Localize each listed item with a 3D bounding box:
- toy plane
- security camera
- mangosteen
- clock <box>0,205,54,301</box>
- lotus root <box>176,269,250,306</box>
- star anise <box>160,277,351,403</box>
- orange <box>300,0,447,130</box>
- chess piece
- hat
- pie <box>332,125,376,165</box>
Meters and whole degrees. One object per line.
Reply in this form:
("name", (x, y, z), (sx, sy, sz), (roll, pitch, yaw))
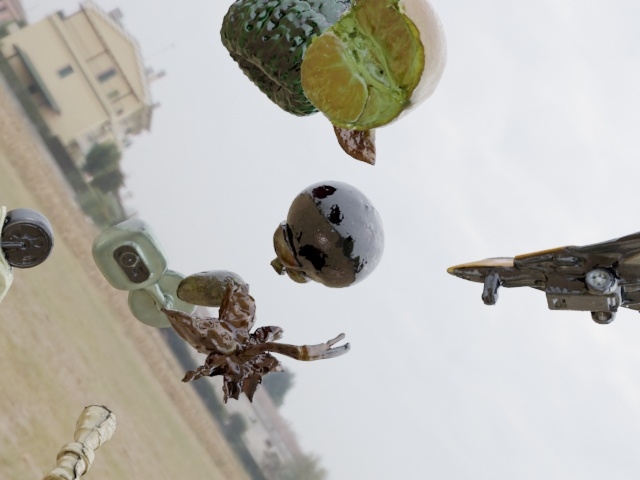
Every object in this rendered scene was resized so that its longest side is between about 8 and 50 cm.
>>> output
("toy plane", (0.333, 0.057, 1.214), (0.204, 0.316, 0.103), (63, 28, -47))
("security camera", (-0.378, 0.089, 1.889), (0.301, 0.157, 0.080), (63, 1, -34))
("mangosteen", (0.000, 0.000, 1.671), (0.211, 0.250, 0.211), (43, 35, -39))
("clock", (-0.670, 0.080, 1.525), (0.277, 0.379, 0.120), (24, 14, -31))
("lotus root", (-0.229, 0.102, 1.829), (0.089, 0.179, 0.080), (20, 71, -65))
("star anise", (-0.118, 0.181, 1.568), (0.148, 0.347, 0.237), (88, 12, -62))
("orange", (0.094, -0.268, 1.286), (0.237, 0.159, 0.179), (-42, -116, 37))
("chess piece", (-0.330, 0.294, 1.167), (0.060, 0.060, 0.172), (62, 16, -18))
("hat", (-0.010, -0.428, 1.670), (0.274, 0.332, 0.242), (42, -10, 3))
("pie", (0.061, -0.226, 1.452), (0.033, 0.088, 0.191), (-8, -106, 64))
